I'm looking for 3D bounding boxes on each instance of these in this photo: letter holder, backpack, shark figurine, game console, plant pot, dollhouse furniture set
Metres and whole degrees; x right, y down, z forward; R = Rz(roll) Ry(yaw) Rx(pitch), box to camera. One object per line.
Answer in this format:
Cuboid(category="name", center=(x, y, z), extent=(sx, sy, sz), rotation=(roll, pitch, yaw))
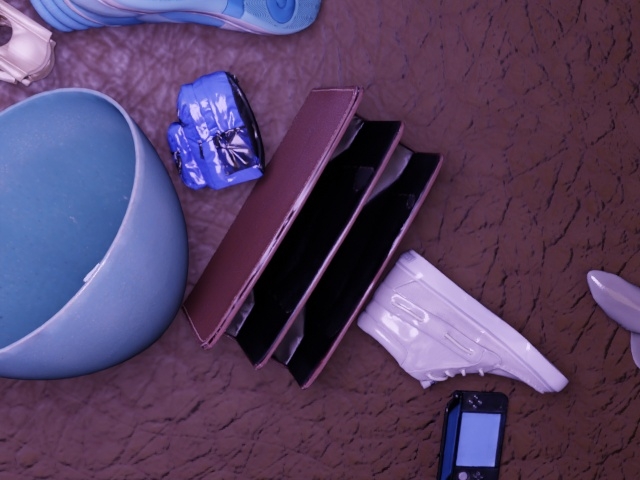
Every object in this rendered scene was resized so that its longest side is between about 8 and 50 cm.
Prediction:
Cuboid(category="letter holder", center=(0.000, 0.000, 1.015), extent=(0.152, 0.214, 0.302), rotation=(31, 89, -14))
Cuboid(category="backpack", center=(-0.117, -0.120, 1.034), extent=(0.101, 0.098, 0.120), rotation=(-17, 101, -7))
Cuboid(category="shark figurine", center=(0.488, 0.083, 1.191), extent=(0.278, 0.116, 0.166), rotation=(-17, 102, -8))
Cuboid(category="game console", center=(0.186, 0.252, 1.163), extent=(0.107, 0.071, 0.122), rotation=(5, 96, -13))
Cuboid(category="plant pot", center=(-0.247, 0.021, 0.957), extent=(0.290, 0.290, 0.195), rotation=(-48, 141, -3))
Cuboid(category="dollhouse furniture set", center=(-0.341, -0.159, 0.933), extent=(0.101, 0.182, 0.161), rotation=(33, 89, -15))

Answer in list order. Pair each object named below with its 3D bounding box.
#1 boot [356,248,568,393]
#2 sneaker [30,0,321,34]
Cuboid(category="boot", center=(0.166, 0.132, 1.143), extent=(0.258, 0.095, 0.123), rotation=(38, 94, -6))
Cuboid(category="sneaker", center=(-0.163, -0.278, 0.999), extent=(0.319, 0.208, 0.127), rotation=(-2, 94, -49))
